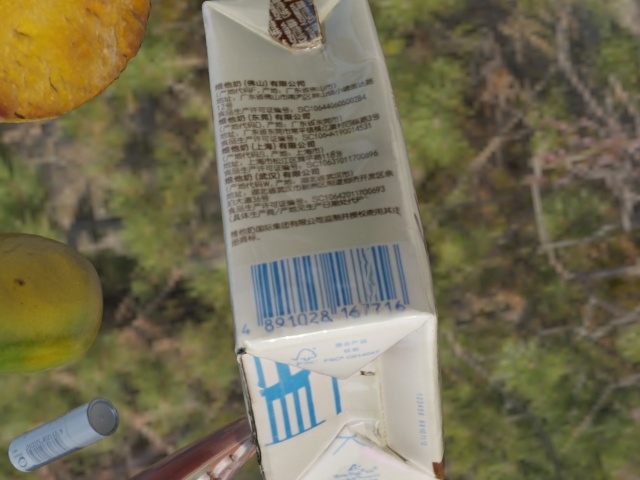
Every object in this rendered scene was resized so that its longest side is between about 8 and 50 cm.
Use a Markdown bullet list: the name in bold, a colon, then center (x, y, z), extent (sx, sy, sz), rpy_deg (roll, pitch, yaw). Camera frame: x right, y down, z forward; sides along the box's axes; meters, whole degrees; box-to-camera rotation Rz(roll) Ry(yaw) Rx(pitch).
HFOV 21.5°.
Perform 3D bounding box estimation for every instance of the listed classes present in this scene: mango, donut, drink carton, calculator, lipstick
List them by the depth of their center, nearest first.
- **donut**: center (-0.181, -0.147, 0.979), extent (0.101, 0.259, 0.152), rpy_deg (-10, 122, 40)
- **drink carton**: center (0.000, 0.001, 1.168), extent (0.194, 0.132, 0.324), rpy_deg (84, 177, -49)
- **calculator**: center (-0.176, 0.264, 1.521), extent (0.048, 0.329, 0.220), rpy_deg (48, 142, 15)
- **mango**: center (-0.293, 0.056, 1.540), extent (0.091, 0.237, 0.137), rpy_deg (-42, 66, 29)
- **lipstick**: center (-0.256, 0.194, 1.664), extent (0.141, 0.040, 0.040), rpy_deg (-28, 73, 40)
